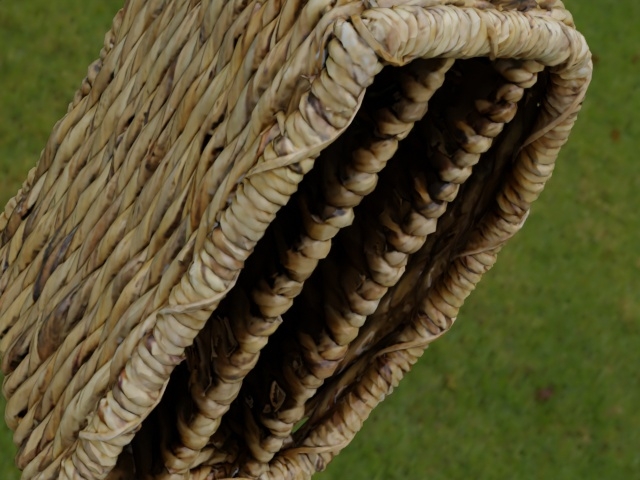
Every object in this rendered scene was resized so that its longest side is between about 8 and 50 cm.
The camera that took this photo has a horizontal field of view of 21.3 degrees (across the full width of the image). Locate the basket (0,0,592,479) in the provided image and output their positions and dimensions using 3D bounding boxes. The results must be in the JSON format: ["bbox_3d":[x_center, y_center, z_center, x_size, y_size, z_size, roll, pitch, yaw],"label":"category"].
[{"bbox_3d":[0.000,0.000,0.785,0.213,0.299,0.223,21,25,-30],"label":"basket"}]
